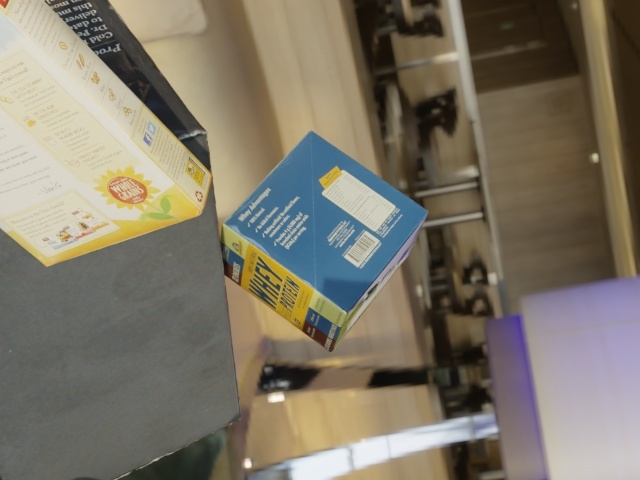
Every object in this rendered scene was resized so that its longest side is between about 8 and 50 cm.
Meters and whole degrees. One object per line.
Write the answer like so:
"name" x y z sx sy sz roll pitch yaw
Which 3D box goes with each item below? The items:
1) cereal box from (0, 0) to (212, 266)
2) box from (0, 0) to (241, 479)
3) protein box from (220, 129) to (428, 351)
"cereal box" -0.219 -0.084 0.815 0.240 0.173 0.047 49 39 -37
"box" -0.331 -0.037 1.242 0.472 0.297 0.480 54 -22 36
"protein box" 0.000 0.000 1.505 0.200 0.201 0.136 -49 168 -27
